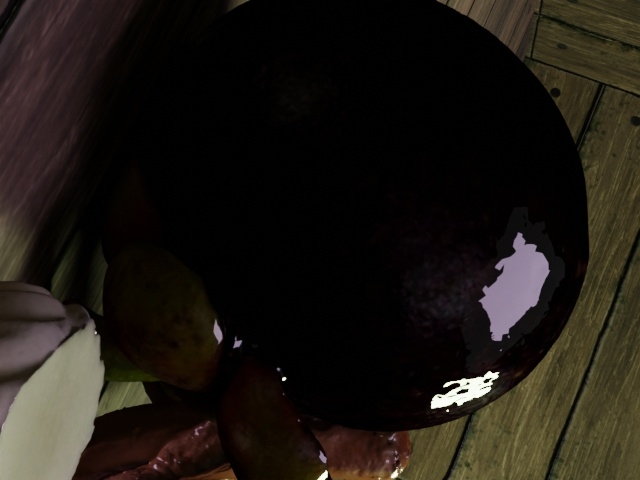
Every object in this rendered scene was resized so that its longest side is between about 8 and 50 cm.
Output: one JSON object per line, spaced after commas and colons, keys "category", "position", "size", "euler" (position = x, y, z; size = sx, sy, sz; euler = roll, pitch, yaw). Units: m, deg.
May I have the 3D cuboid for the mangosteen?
{"category": "mangosteen", "position": [0.000, 0.000, 1.011], "size": [0.435, 0.382, 0.382], "euler": [-39, 155, -28]}

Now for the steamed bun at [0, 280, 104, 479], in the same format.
{"category": "steamed bun", "position": [-0.216, 0.109, 0.814], "size": [0.183, 0.106, 0.182], "euler": [17, 90, -80]}

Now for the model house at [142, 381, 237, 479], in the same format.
{"category": "model house", "position": [-0.076, 0.127, 1.247], "size": [0.199, 0.220, 0.229], "euler": [117, -8, -54]}

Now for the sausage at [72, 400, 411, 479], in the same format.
{"category": "sausage", "position": [-0.084, 0.180, 1.116], "size": [0.079, 0.327, 0.087], "euler": [93, -7, -75]}
